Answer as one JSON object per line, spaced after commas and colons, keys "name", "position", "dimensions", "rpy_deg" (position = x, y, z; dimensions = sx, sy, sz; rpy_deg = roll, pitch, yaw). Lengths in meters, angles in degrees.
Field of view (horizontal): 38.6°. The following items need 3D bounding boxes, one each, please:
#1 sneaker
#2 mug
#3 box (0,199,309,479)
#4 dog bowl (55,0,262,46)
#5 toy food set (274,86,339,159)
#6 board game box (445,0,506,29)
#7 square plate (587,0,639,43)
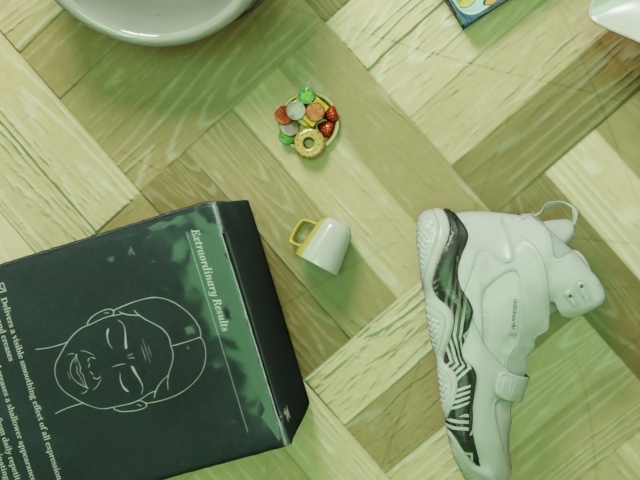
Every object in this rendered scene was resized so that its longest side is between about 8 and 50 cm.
{"name": "sneaker", "position": [0.244, 0.128, 1.124], "dimensions": [0.210, 0.137, 0.366], "rpy_deg": [-10, 89, 9]}
{"name": "mug", "position": [0.002, 0.001, 1.182], "dimensions": [0.078, 0.062, 0.064], "rpy_deg": [28, 88, -3]}
{"name": "box", "position": [-0.249, 0.140, 1.139], "dimensions": [0.395, 0.212, 0.294], "rpy_deg": [-16, 92, 7]}
{"name": "dog bowl", "position": [-0.199, -0.387, 1.072], "dimensions": [0.348, 0.102, 0.349], "rpy_deg": [3, 126, 5]}
{"name": "toy food set", "position": [-0.017, -0.154, 1.191], "dimensions": [0.082, 0.020, 0.083], "rpy_deg": [40, 97, 2]}
{"name": "board game box", "position": [0.229, -0.377, 1.144], "dimensions": [0.201, 0.035, 0.136], "rpy_deg": [-33, 90, 7]}
{"name": "square plate", "position": [0.466, -0.326, 0.903], "dimensions": [0.344, 0.049, 0.347], "rpy_deg": [41, 126, 40]}
